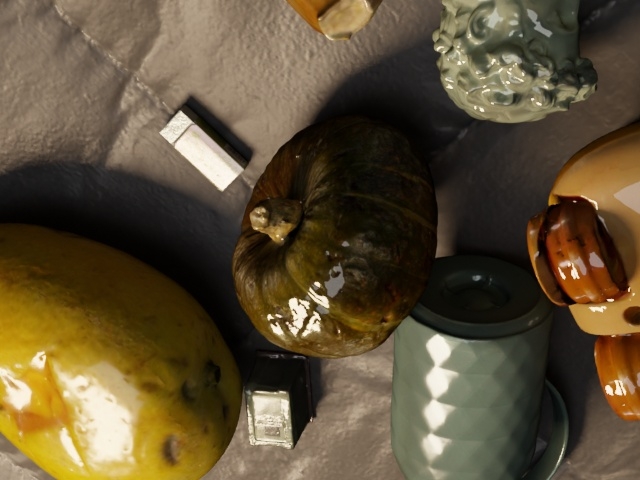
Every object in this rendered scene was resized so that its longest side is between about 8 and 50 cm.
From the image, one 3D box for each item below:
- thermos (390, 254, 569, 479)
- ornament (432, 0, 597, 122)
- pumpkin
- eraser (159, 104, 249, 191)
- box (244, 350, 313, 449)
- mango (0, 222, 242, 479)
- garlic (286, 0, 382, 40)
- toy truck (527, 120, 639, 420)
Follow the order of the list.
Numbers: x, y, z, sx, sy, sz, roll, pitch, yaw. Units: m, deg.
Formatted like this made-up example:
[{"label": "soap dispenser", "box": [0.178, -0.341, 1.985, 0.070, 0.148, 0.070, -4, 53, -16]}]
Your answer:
[{"label": "thermos", "box": [0.151, 0.161, 1.288, 0.182, 0.145, 0.287, -10, 122, -16]}, {"label": "ornament", "box": [0.129, -0.226, 1.083, 0.130, 0.120, 0.285, -2, 117, 40]}, {"label": "pumpkin", "box": [0.000, 0.000, 1.192, 0.162, 0.219, 0.219, 21, 128, -32]}, {"label": "eraser", "box": [-0.111, -0.088, 1.291, 0.083, 0.019, 0.038, 42, 123, -8]}, {"label": "box", "box": [-0.045, 0.164, 1.385, 0.060, 0.063, 0.085, 5, 118, 15]}, {"label": "mango", "box": [-0.247, 0.111, 1.363, 0.365, 0.182, 0.253, 31, 126, 12]}, {"label": "garlic", "box": [-0.026, -0.257, 1.122, 0.206, 0.128, 0.115, 38, 165, 2]}, {"label": "toy truck", "box": [0.306, 0.016, 1.109, 0.204, 0.212, 0.288, -19, 114, 25]}]
